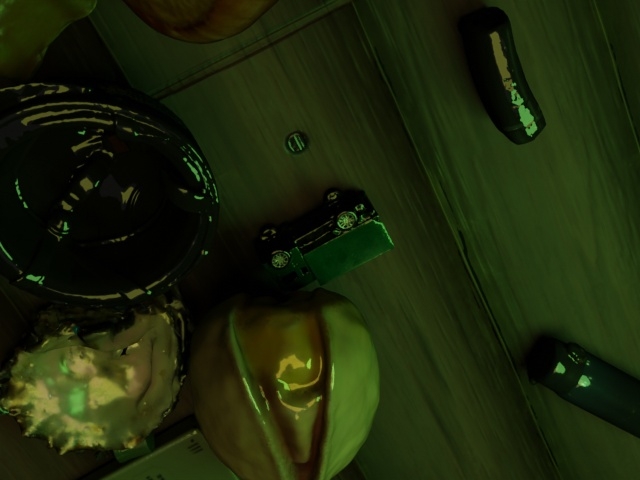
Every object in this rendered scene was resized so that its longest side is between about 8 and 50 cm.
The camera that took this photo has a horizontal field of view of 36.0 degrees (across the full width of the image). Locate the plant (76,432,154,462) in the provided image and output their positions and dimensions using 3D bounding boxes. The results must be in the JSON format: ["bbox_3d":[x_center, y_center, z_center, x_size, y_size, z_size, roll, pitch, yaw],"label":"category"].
[{"bbox_3d":[-0.261,0.254,1.230,0.102,0.051,0.051,-10,119,5],"label":"plant"}]

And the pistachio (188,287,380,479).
[{"bbox_3d":[-0.038,0.177,1.134,0.230,0.229,0.309,-10,145,-7],"label":"pistachio"}]

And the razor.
[{"bbox_3d":[0.197,-0.181,1.082,0.054,0.090,0.148,-27,117,1],"label":"razor"}]

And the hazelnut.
[{"bbox_3d":[-0.102,-0.269,0.927,0.182,0.182,0.182,-5,118,-10],"label":"hazelnut"}]

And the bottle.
[{"bbox_3d":[0.388,0.203,1.329,0.244,0.072,0.082,27,130,-23],"label":"bottle"}]

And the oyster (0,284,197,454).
[{"bbox_3d":[-0.255,0.144,1.154,0.198,0.092,0.259,33,114,-22],"label":"oyster"}]

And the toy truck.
[{"bbox_3d":[0.000,0.000,1.146,0.147,0.065,0.079,-27,123,1],"label":"toy truck"}]

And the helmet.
[{"bbox_3d":[-0.241,-0.067,1.003,0.279,0.160,0.230,30,112,-24],"label":"helmet"}]

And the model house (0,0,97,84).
[{"bbox_3d":[-0.302,-0.311,0.877,0.239,0.173,0.268,-46,130,4],"label":"model house"}]

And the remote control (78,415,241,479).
[{"bbox_3d":[-0.250,0.337,1.284,0.285,0.038,0.123,-31,118,6],"label":"remote control"}]
